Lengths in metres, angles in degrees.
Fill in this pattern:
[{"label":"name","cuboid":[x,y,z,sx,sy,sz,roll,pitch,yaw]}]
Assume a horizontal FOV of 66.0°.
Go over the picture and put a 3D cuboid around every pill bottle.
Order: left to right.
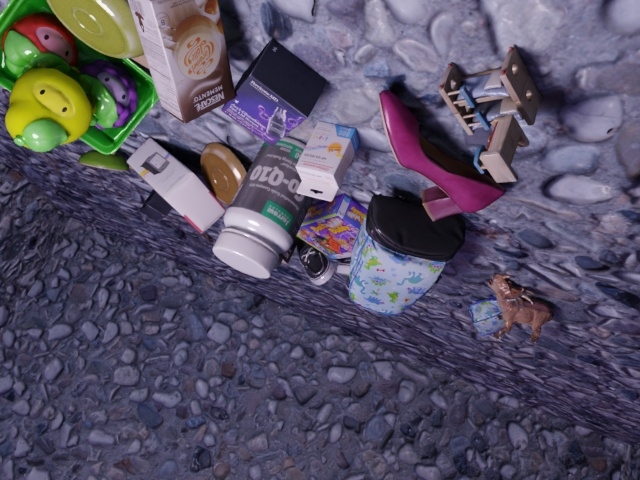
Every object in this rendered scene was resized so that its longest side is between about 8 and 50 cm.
[{"label":"pill bottle","cuboid":[-0.141,-0.091,1.369,0.204,0.361,0.204,21,160,8]}]

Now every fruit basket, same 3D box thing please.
[{"label":"fruit basket","cuboid":[-0.604,-0.372,1.172,0.392,0.283,0.392,42,-169,-10]}]

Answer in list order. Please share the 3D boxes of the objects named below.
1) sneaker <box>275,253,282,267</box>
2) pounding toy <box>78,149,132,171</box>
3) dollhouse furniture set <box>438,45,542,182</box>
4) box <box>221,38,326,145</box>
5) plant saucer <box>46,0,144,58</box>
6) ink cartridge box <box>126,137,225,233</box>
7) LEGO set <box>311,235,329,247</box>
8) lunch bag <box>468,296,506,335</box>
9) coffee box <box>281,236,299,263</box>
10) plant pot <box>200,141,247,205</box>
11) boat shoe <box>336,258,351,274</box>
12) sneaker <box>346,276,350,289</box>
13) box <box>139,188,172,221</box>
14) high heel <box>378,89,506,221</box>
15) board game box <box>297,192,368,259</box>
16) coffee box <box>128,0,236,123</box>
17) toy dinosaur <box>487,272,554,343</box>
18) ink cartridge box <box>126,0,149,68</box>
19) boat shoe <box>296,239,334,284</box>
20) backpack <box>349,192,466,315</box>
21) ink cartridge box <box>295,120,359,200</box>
[{"label":"sneaker","cuboid":[-0.271,0.027,1.725,0.270,0.090,0.145,5,152,35]},{"label":"pounding toy","cuboid":[-0.831,-0.343,1.939,0.182,0.110,0.237,12,-171,2]},{"label":"dollhouse furniture set","cuboid":[0.278,-0.210,0.854,0.129,0.184,0.129,1,150,47]},{"label":"box","cuboid":[-0.111,-0.326,1.116,0.153,0.108,0.207,32,159,-20]},{"label":"plant saucer","cuboid":[-0.478,-0.467,1.028,0.240,0.037,0.241,22,159,9]},{"label":"ink cartridge box","cuboid":[-0.501,-0.192,1.714,0.306,0.131,0.226,36,169,36]},{"label":"LEGO set","cuboid":[-0.001,0.000,1.713,0.054,0.023,0.083,17,172,25]},{"label":"lunch bag","cuboid":[0.632,0.270,1.795,0.151,0.096,0.129,-20,140,22]},{"label":"coffee box","cuboid":[-0.191,-0.058,1.790,0.118,0.168,0.297,13,156,29]},{"label":"plant pot","cuboid":[-0.318,-0.204,1.607,0.236,0.032,0.236,29,138,30]},{"label":"boat shoe","cuboid":[0.206,0.071,1.736,0.335,0.119,0.121,-5,168,37]},{"label":"sneaker","cuboid":[0.217,0.134,1.897,0.350,0.131,0.148,-6,138,44]},{"label":"box","cuboid":[-0.655,-0.174,2.037,0.093,0.158,0.156,34,157,-24]},{"label":"high heel","cuboid":[0.266,-0.200,1.075,0.181,0.127,0.377,-20,135,22]},{"label":"board game box","cuboid":[0.060,-0.037,1.689,0.233,0.078,0.347,33,158,-23]},{"label":"coffee box","cuboid":[-0.267,-0.381,0.975,0.098,0.141,0.247,35,148,31]},{"label":"toy dinosaur","cuboid":[0.677,0.225,1.613,0.295,0.127,0.200,12,126,-13]},{"label":"ink cartridge box","cuboid":[-0.406,-0.486,1.076,0.234,0.088,0.193,30,160,-13]},{"label":"boat shoe","cuboid":[-0.032,0.066,1.889,0.102,0.108,0.301,47,-172,-26]},{"label":"backpack","cuboid":[0.213,0.060,1.444,0.290,0.273,0.355,16,158,-10]},{"label":"ink cartridge box","cuboid":[0.012,-0.194,1.198,0.104,0.181,0.061,16,158,22]}]
